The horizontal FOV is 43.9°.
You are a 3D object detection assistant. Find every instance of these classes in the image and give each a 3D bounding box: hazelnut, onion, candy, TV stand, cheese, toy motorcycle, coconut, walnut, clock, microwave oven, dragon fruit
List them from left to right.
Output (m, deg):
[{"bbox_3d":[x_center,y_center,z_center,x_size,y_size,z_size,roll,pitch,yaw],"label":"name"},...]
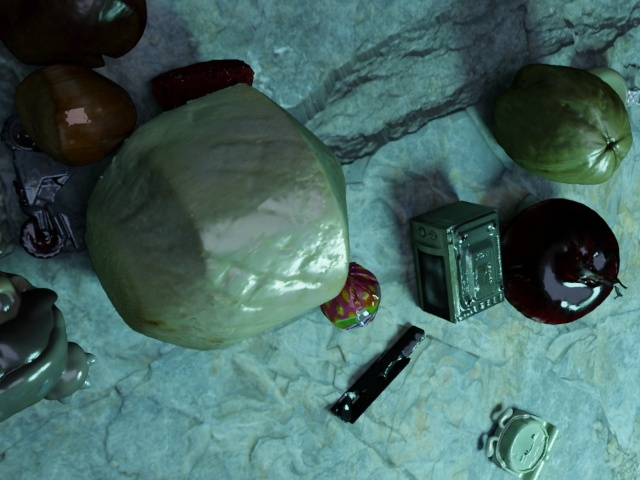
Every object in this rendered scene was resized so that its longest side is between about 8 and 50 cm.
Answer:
[{"bbox_3d":[-0.390,-0.084,1.163,0.123,0.080,0.215,-10,92,-23],"label":"toy motorcycle"},{"bbox_3d":[-0.347,-0.325,1.095,0.204,0.178,0.178,-17,113,3],"label":"hazelnut"},{"bbox_3d":[-0.329,-0.179,1.082,0.150,0.150,0.150,-8,105,-31],"label":"hazelnut"},{"bbox_3d":[-0.181,-0.232,1.272,0.162,0.083,0.106,-12,119,-4],"label":"dragon fruit"},{"bbox_3d":[-0.133,-0.030,1.186,0.415,0.415,0.344,-26,90,-26],"label":"coconut"},{"bbox_3d":[0.000,0.000,1.440,0.124,0.124,0.365,-34,109,-22],"label":"candy"},{"bbox_3d":[0.122,0.269,1.603,0.249,0.036,0.042,-44,119,-17],"label":"TV stand"},{"bbox_3d":[0.282,0.041,1.599,0.163,0.129,0.205,-20,112,-27],"label":"microwave oven"},{"bbox_3d":[0.467,0.474,1.856,0.191,0.062,0.151,31,84,-33],"label":"clock"},{"bbox_3d":[0.479,-0.234,1.577,0.227,0.283,0.283,-40,120,-6],"label":"walnut"},{"bbox_3d":[0.509,0.047,1.668,0.273,0.285,0.273,-1,97,-10],"label":"onion"},{"bbox_3d":[0.660,-0.323,1.800,0.227,0.064,0.137,-6,105,-33],"label":"cheese"}]

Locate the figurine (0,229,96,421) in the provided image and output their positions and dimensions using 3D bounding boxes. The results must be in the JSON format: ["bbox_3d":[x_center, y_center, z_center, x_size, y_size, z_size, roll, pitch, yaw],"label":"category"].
[{"bbox_3d":[-0.488,0.091,1.087,0.248,0.203,0.380,-29,104,-32],"label":"figurine"}]
